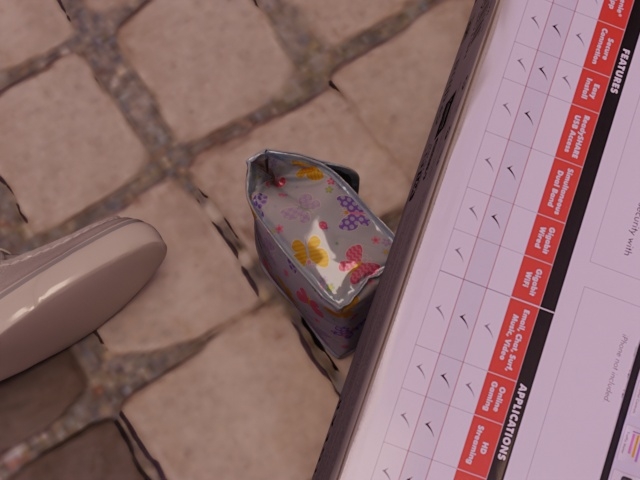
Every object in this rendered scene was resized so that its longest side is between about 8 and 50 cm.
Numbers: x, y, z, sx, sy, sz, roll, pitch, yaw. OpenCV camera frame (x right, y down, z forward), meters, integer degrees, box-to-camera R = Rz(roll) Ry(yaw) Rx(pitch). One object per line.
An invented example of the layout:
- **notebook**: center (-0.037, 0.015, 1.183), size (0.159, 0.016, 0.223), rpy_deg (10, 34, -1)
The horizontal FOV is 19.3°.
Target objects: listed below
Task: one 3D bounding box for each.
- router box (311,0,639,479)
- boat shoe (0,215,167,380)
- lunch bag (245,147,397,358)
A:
- **router box**: center (0.184, 0.017, 0.773), size (0.301, 0.082, 0.335), rpy_deg (21, 72, -3)
- **boat shoe**: center (-0.159, 0.032, 0.842), size (0.184, 0.066, 0.063), rpy_deg (-33, 71, 1)
- **lunch bag**: center (0.000, 0.000, 0.835), size (0.053, 0.071, 0.083), rpy_deg (-38, 71, -14)
